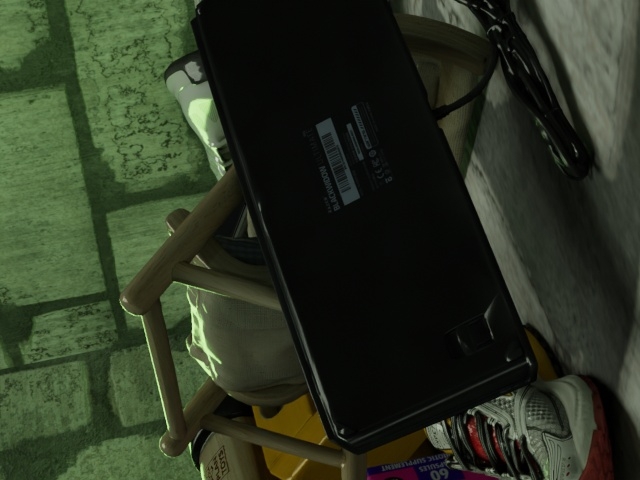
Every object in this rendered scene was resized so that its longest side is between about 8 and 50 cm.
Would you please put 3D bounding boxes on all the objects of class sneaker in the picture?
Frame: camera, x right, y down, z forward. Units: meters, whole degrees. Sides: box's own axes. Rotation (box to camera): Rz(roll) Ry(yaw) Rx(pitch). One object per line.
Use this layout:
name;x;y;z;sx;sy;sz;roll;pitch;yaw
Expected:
sneaker;0.113;0.121;0.792;0.225;0.092;0.088;-134;34;-75
sneaker;-0.070;-0.103;1.708;0.447;0.169;0.257;78;172;-81

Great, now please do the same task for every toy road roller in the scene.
toy road roller;0.043;0.176;1.189;0.329;0.240;0.202;-55;30;23

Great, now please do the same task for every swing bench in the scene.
swing bench;-0.003;0.010;0.888;0.253;0.165;0.255;93;-166;-61

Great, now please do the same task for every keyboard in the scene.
keyboard;0.049;-0.057;0.736;0.033;0.201;0.317;39;-151;-60

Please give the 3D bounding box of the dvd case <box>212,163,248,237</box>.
dvd case;-0.023;-0.087;1.107;0.179;0.029;0.239;33;-102;-76

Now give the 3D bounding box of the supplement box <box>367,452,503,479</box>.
supplement box;0.112;0.259;0.926;0.220;0.111;0.114;-114;16;-56
